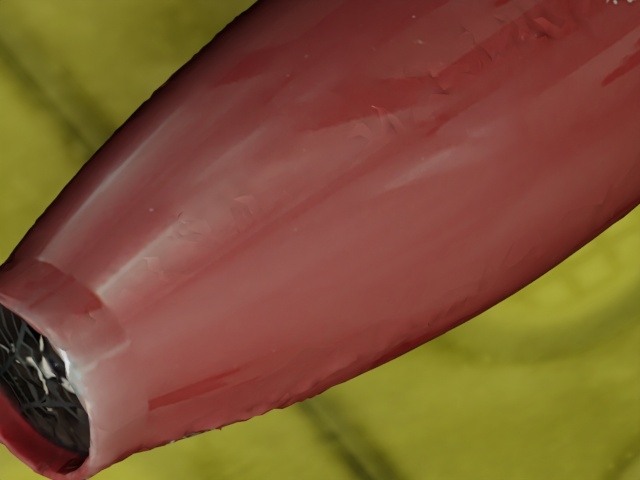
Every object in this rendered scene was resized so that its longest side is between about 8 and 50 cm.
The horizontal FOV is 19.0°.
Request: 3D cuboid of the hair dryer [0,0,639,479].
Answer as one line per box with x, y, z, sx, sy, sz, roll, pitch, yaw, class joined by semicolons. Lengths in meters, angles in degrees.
0.000;0.000;0.439;0.223;0.293;0.080;-41;86;12;hair dryer
